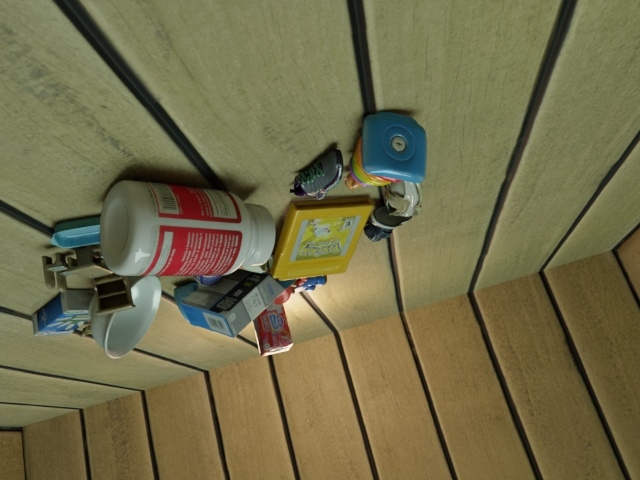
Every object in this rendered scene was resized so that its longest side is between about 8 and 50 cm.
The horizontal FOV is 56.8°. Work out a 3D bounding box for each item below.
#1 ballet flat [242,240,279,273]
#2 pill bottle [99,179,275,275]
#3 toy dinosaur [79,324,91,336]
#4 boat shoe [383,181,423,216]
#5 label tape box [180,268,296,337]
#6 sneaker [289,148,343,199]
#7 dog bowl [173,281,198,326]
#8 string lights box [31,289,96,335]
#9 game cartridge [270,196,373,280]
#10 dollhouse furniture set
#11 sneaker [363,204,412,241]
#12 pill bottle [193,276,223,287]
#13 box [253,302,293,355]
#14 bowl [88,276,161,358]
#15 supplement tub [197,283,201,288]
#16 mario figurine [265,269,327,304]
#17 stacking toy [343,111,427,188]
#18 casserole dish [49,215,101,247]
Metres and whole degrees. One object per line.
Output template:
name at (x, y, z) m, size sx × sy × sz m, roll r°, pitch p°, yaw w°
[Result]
ballet flat at (-0.184, 0.057, 1.998) m, size 0.123 × 0.123 × 0.348 m, roll -29°, pitch 157°, yaw 31°
pill bottle at (-0.327, -0.023, 1.515) m, size 0.407 × 0.229 × 0.229 m, roll 4°, pitch 152°, yaw -42°
toy dinosaur at (-0.804, 0.330, 2.333) m, size 0.268 × 0.064 × 0.118 m, roll -3°, pitch 171°, yaw -32°
boat shoe at (0.248, -0.145, 1.796) m, size 0.103 × 0.113 × 0.302 m, roll -14°, pitch 155°, yaw 4°
label tape box at (-0.279, 0.173, 2.048) m, size 0.240 × 0.106 × 0.333 m, roll 7°, pitch -142°, yaw 41°
sneaker at (-0.012, -0.169, 1.587) m, size 0.098 × 0.083 × 0.224 m, roll -2°, pitch 157°, yaw -21°
dog bowl at (-0.447, 0.247, 2.250) m, size 0.074 × 0.166 × 0.297 m, roll -30°, pitch 158°, yaw 7°
string lights box at (-0.873, 0.250, 2.043) m, size 0.259 × 0.077 × 0.133 m, roll -31°, pitch 157°, yaw 35°
game cartridge at (0.000, 0.000, 1.923) m, size 0.285 × 0.053 × 0.324 m, roll -6°, pitch 135°, yaw -27°
dollhouse furniture set at (-0.633, 0.116, 1.695) m, size 0.212 × 0.161 × 0.242 m, roll -13°, pitch 168°, yaw 0°
sneaker at (0.194, -0.052, 2.005) m, size 0.163 × 0.086 × 0.226 m, roll -31°, pitch 166°, yaw 34°
pill bottle at (-0.367, 0.087, 1.942) m, size 0.112 × 0.112 × 0.187 m, roll -11°, pitch 159°, yaw -14°
box at (-0.216, 0.350, 2.536) m, size 0.128 × 0.257 × 0.123 m, roll -9°, pitch 157°, yaw -18°
bowl at (-0.664, 0.226, 1.953) m, size 0.134 × 0.298 × 0.298 m, roll 23°, pitch 164°, yaw 12°
supplement tub at (-0.407, 0.178, 2.214) m, size 0.071 × 0.071 × 0.107 m, roll -20°, pitch 161°, yaw 10°
mario figurine at (-0.113, 0.136, 2.314) m, size 0.320 × 0.170 × 0.198 m, roll -4°, pitch 123°, yaw -56°
stacking toy at (0.139, -0.198, 1.554) m, size 0.175 × 0.166 × 0.302 m, roll 8°, pitch 164°, yaw -18°
casserole dish at (-0.618, -0.026, 1.570) m, size 0.188 × 0.037 × 0.114 m, roll -11°, pitch 159°, yaw -15°
